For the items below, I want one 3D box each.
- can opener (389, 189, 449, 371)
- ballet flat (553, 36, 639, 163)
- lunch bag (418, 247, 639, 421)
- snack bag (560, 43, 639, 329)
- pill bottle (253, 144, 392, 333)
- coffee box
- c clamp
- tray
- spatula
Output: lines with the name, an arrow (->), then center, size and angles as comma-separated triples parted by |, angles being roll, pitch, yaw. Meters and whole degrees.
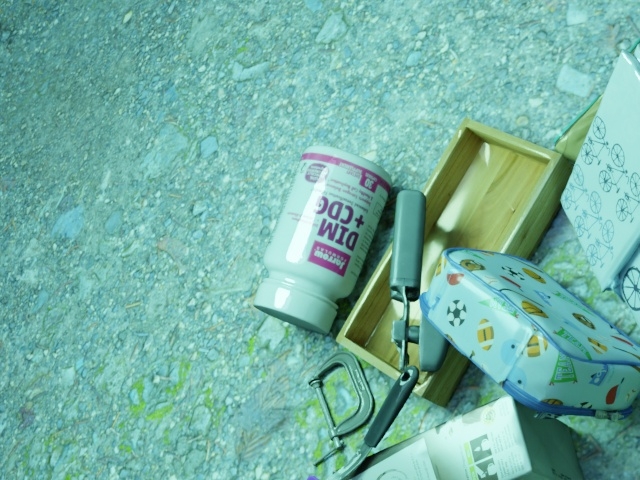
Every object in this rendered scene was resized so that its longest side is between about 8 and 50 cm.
can opener -> 0.151, 0.062, 1.742 | 0.095, 0.076, 0.283 | 4, 67, 7
ballet flat -> 0.445, -0.206, 1.730 | 0.073, 0.080, 0.232 | 42, 101, 16
lunch bag -> 0.295, 0.127, 1.562 | 0.303, 0.243, 0.115 | 46, 117, 45
snack bag -> 0.424, -0.024, 1.508 | 0.037, 0.323, 0.342 | -10, 56, -15
pill bottle -> 0.000, 0.000, 1.923 | 0.160, 0.160, 0.283 | 11, 76, 43
coffee box -> 0.187, 0.334, 1.588 | 0.297, 0.168, 0.119 | -29, 51, 25
c clamp -> 0.021, 0.260, 1.868 | 0.137, 0.022, 0.160 | -33, 51, 23
tray -> 0.208, 0.028, 1.795 | 0.203, 0.076, 0.411 | 29, 89, 45
spatula -> 0.048, 0.294, 1.590 | 0.296, 0.030, 0.084 | -55, 41, 2
